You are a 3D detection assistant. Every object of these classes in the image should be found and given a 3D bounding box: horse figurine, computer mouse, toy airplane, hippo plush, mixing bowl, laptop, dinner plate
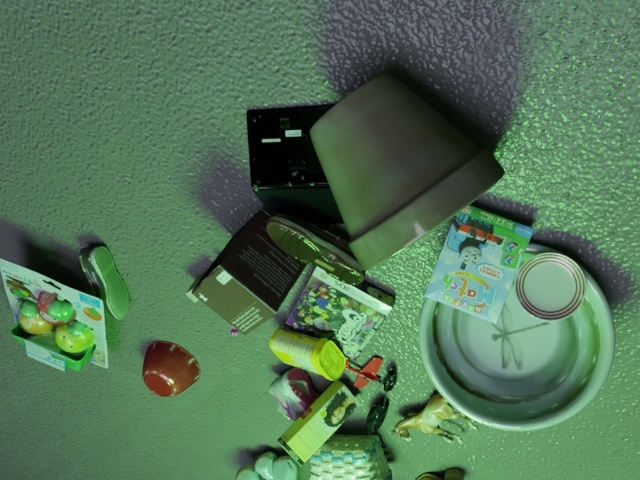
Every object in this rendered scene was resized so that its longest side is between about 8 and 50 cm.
[{"bbox_3d":[0.323,0.467,1.803,0.174,0.066,0.263,27,133,-7],"label":"horse figurine"},{"bbox_3d":[0.160,0.429,1.841,0.041,0.071,0.242,32,131,25],"label":"computer mouse"},{"bbox_3d":[0.104,0.348,1.823,0.151,0.028,0.151,11,130,14],"label":"toy airplane"},{"bbox_3d":[-0.112,0.814,2.181,0.294,0.234,0.236,15,162,30],"label":"hippo plush"},{"bbox_3d":[-0.461,0.399,2.040,0.181,0.098,0.181,10,127,14],"label":"mixing bowl"},{"bbox_3d":[-0.024,-0.158,1.504,0.234,0.136,0.264,0,99,21],"label":"laptop"},{"bbox_3d":[0.471,0.095,1.405,0.141,0.017,0.141,0,91,11],"label":"dinner plate"}]

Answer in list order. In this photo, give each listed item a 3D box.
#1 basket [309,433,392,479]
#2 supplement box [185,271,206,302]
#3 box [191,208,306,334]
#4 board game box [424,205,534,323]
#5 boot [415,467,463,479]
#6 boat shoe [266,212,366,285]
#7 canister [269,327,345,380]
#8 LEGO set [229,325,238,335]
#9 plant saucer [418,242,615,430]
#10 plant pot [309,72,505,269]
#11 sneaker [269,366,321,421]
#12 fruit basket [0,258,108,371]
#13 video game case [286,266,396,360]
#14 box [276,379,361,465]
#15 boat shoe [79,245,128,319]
[{"bbox_3d":[0.093,0.707,1.963,0.254,0.201,0.289,-3,93,24],"label":"basket"},{"bbox_3d":[-0.300,0.113,1.784,0.098,0.062,0.036,-33,109,36],"label":"supplement box"},{"bbox_3d":[-0.156,0.074,1.591,0.167,0.203,0.168,40,140,-10],"label":"box"},{"bbox_3d":[0.328,0.046,1.424,0.160,0.039,0.211,21,96,10],"label":"board game box"},{"bbox_3d":[0.322,0.739,1.947,0.073,0.152,0.197,39,129,-10],"label":"boot"},{"bbox_3d":[-0.004,0.003,1.560,0.257,0.095,0.095,34,141,-18],"label":"boat shoe"},{"bbox_3d":[-0.036,0.290,1.768,0.170,0.073,0.126,10,149,37],"label":"canister"},{"bbox_3d":[-0.209,0.162,1.764,0.087,0.093,0.227,1,125,21],"label":"LEGO set"},{"bbox_3d":[0.416,0.200,1.478,0.400,0.100,0.401,0,91,13],"label":"plant saucer"},{"bbox_3d":[0.132,-0.146,1.288,0.323,0.323,0.280,-35,91,37],"label":"plant pot"},{"bbox_3d":[-0.055,0.468,1.938,0.111,0.103,0.252,-17,111,36],"label":"sneaker"},{"bbox_3d":[-0.767,0.224,1.965,0.327,0.165,0.353,22,143,5],"label":"fruit basket"},{"bbox_3d":[0.046,0.177,1.708,0.210,0.042,0.232,29,130,1],"label":"video game case"},{"bbox_3d":[-0.004,0.491,1.851,0.087,0.232,0.058,51,166,-20],"label":"box"},{"bbox_3d":[-0.600,0.116,1.899,0.068,0.081,0.228,1,118,25],"label":"boat shoe"}]
